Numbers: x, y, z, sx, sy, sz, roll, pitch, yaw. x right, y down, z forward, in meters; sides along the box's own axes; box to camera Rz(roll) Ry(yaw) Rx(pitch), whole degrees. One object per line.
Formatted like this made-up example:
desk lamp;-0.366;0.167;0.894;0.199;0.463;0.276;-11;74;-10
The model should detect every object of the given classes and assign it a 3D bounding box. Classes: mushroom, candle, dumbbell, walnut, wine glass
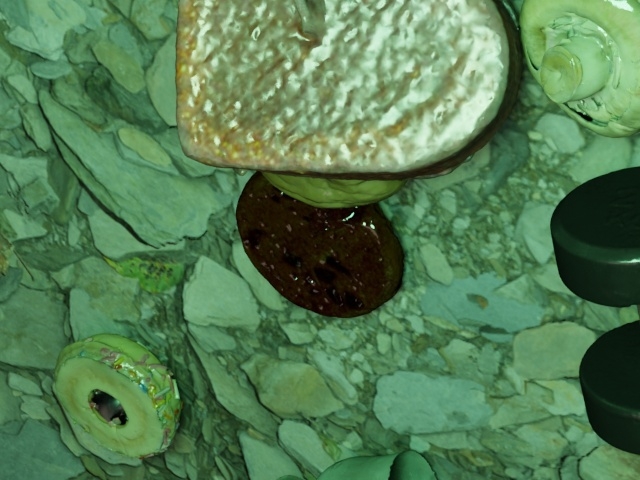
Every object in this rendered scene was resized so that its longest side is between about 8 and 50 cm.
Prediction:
mushroom;0.222;-0.151;1.338;0.154;0.122;0.154;33;143;29
candle;-0.009;-0.170;1.384;0.287;0.131;0.317;-39;81;13
dumbbell;0.288;0.060;1.444;0.152;0.152;0.218;6;126;32
walnut;0.014;-0.101;1.511;0.166;0.149;0.167;7;125;10
wine glass;0.034;0.286;1.840;0.202;0.093;0.093;-23;108;45

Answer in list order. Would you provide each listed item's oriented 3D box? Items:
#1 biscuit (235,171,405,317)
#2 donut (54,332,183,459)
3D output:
biscuit;0.000;0.000;1.675;0.192;0.049;0.192;25;136;26
donut;-0.234;0.179;1.964;0.174;0.068;0.175;19;134;21
